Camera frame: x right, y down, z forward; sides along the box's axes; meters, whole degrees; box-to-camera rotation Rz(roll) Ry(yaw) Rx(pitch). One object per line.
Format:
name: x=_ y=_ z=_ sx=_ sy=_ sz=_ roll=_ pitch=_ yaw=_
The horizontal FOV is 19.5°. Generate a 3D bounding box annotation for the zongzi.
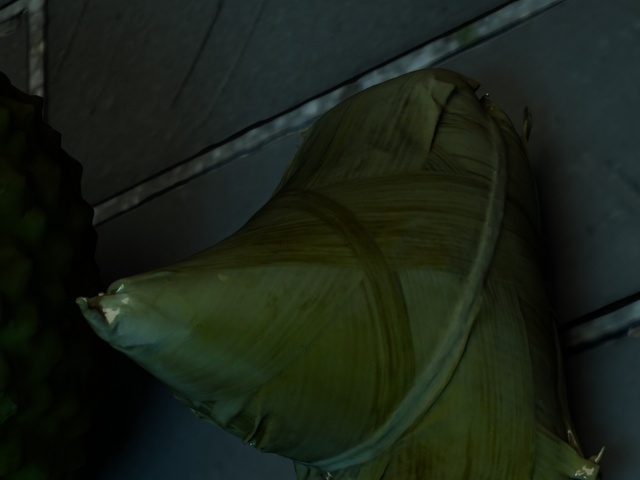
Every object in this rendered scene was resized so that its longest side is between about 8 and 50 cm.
zongzi: x=0.000 y=0.000 z=0.635 sx=0.099 sy=0.197 sz=0.194 roll=-36 pitch=39 yaw=31

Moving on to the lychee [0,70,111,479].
lychee: x=-0.209 y=0.036 z=0.718 sx=0.270 sy=0.320 sz=0.269 roll=-6 pitch=71 yaw=17
